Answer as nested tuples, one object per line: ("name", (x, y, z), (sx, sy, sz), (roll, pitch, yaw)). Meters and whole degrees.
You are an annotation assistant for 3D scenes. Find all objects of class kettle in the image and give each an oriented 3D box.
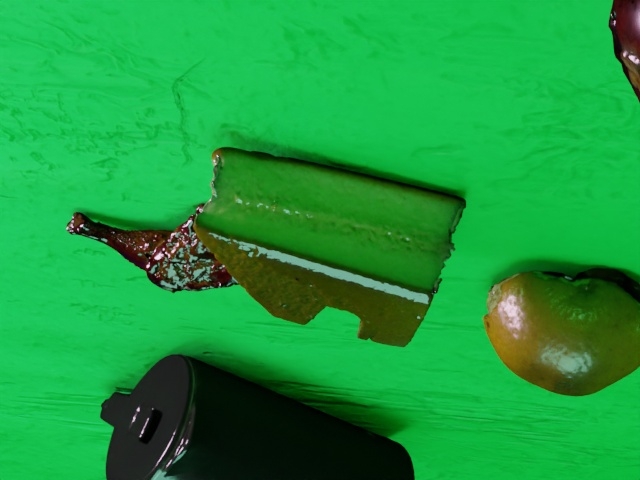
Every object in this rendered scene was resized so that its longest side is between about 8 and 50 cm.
("kettle", (-0.078, 0.250, 2.076), (0.308, 0.262, 0.203), (28, 111, -24))

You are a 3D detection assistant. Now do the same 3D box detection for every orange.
("orange", (0.240, 0.094, 1.750), (0.160, 0.112, 0.170), (28, 134, -29))

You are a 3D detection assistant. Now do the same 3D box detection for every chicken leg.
("chicken leg", (-0.142, 0.005, 1.757), (0.205, 0.053, 0.093), (-7, 124, 14))

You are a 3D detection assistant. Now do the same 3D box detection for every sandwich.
("sandwich", (0.000, 0.000, 1.637), (0.236, 0.122, 0.128), (16, 146, -7))

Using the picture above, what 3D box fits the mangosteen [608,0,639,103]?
("mangosteen", (0.294, -0.152, 1.255), (0.180, 0.166, 0.166), (-20, 147, 1))
